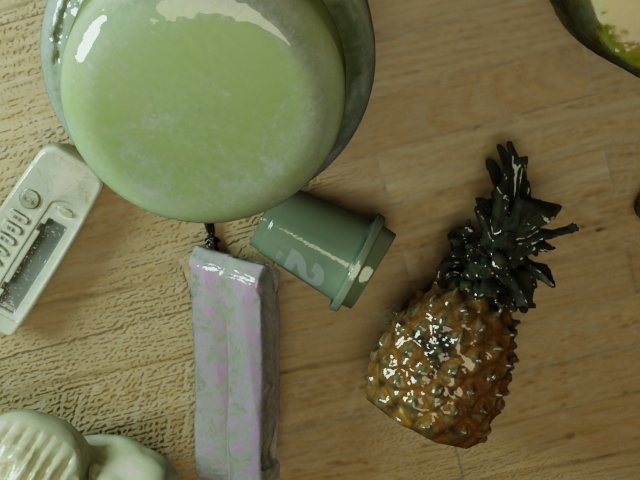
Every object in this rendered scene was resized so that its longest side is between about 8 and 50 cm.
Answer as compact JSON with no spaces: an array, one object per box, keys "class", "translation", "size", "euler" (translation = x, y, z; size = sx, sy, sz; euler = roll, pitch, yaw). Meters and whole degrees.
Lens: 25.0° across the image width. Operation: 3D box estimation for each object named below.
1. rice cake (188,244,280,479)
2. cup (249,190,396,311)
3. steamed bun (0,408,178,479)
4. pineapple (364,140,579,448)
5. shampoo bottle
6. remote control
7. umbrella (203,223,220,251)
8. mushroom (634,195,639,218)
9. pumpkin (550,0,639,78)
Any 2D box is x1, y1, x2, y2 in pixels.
[{"class":"rice cake","translation":[-0.096,0.151,1.654],"size":[0.106,0.050,0.298],"euler":[16,118,31]},{"class":"cup","translation":[0.000,0.000,1.597],"size":[0.141,0.120,0.120],"euler":[31,108,-1]},{"class":"steamed bun","translation":[-0.311,0.380,1.662],"size":[0.352,0.247,0.339],"euler":[8,74,-4]},{"class":"pineapple","translation":[0.176,0.059,1.613],"size":[0.169,0.169,0.341],"euler":[22,99,-10]},{"class":"shampoo bottle","translation":[-0.108,-0.193,1.413],"size":[0.322,0.317,0.323],"euler":[-1,122,-1]},{"class":"remote control","translation":[-0.326,-0.004,1.612],"size":[0.090,0.049,0.230],"euler":[31,107,-14]},{"class":"umbrella","translation":[-0.126,-0.018,1.633],"size":[0.022,0.013,0.122],"euler":[-15,112,-2]},{"class":"mushroom","translation":[0.500,0.005,1.652],"size":[0.306,0.043,0.068],"euler":[22,127,-11]},{"class":"pumpkin","translation":[0.398,-0.298,1.446],"size":[0.332,0.199,0.332],"euler":[-2,111,-4]}]
